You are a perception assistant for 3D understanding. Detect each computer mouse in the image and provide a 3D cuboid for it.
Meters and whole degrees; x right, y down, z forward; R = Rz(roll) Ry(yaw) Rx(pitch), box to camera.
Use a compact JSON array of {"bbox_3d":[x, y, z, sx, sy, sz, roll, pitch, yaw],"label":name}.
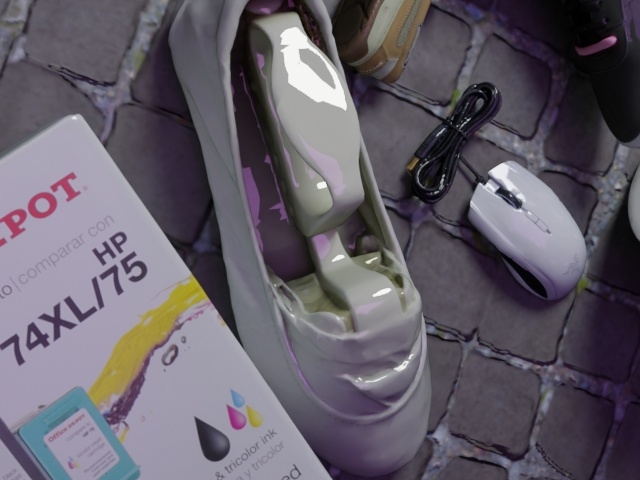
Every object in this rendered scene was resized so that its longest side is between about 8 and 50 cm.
[{"bbox_3d":[0.159,-0.027,0.745,0.193,0.042,0.106,43,78,-18],"label":"computer mouse"}]

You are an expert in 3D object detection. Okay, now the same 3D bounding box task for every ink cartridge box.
[{"bbox_3d":[-0.158,0.093,0.548,0.198,0.197,0.270,-37,105,-15],"label":"ink cartridge box"}]

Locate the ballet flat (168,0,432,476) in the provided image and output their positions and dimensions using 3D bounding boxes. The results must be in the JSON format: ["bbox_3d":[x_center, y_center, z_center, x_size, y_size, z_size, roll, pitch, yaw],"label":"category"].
[{"bbox_3d":[0.000,0.000,0.640,0.139,0.139,0.400,-22,101,-18],"label":"ballet flat"}]

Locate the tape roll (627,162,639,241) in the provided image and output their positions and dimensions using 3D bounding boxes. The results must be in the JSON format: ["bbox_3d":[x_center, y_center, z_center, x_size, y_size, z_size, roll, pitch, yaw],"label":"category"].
[{"bbox_3d":[0.396,-0.029,0.729,0.169,0.246,0.246,40,79,-19],"label":"tape roll"}]

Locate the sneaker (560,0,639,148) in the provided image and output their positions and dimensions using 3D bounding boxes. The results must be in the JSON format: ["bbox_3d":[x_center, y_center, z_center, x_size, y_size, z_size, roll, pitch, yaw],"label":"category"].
[{"bbox_3d":[0.188,-0.212,0.716,0.146,0.104,0.296,-9,96,-16],"label":"sneaker"}]

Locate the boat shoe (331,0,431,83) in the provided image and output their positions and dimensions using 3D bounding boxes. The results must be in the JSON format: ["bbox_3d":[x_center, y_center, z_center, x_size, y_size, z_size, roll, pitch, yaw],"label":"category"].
[{"bbox_3d":[0.072,-0.210,0.695,0.072,0.068,0.190,26,92,-35],"label":"boat shoe"}]
